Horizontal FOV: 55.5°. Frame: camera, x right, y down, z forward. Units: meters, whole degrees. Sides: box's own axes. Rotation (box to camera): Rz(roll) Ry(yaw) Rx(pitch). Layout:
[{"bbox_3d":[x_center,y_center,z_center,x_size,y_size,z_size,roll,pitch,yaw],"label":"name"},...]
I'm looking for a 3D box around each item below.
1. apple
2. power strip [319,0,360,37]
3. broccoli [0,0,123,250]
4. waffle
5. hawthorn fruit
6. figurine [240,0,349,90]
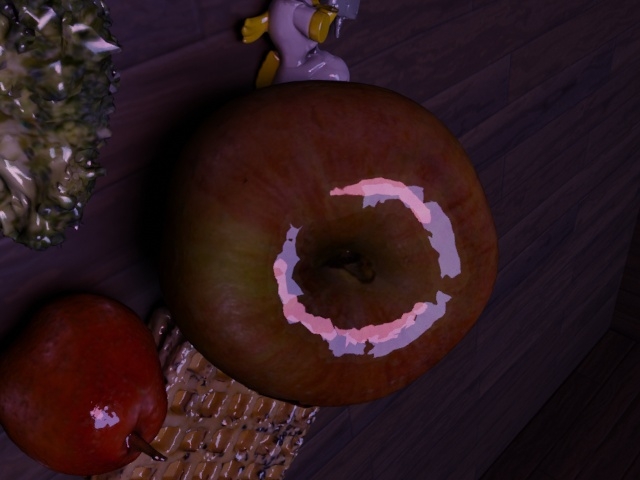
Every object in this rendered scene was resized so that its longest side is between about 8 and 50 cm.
[{"bbox_3d":[0.000,0.000,0.749,0.401,0.333,0.400,-3,102,-13],"label":"apple"},{"bbox_3d":[0.044,-0.403,0.818,0.060,0.027,0.252,-9,118,-46],"label":"power strip"},{"bbox_3d":[-0.336,-0.098,0.441,0.353,0.275,0.397,41,87,-29],"label":"broccoli"},{"bbox_3d":[-0.150,0.256,0.936,0.376,0.114,0.260,27,89,-52],"label":"waffle"},{"bbox_3d":[-0.249,0.177,0.686,0.197,0.225,0.196,-38,149,-29],"label":"hawthorn fruit"},{"bbox_3d":[-0.030,-0.232,0.802,0.130,0.109,0.178,-19,131,-7],"label":"figurine"}]
